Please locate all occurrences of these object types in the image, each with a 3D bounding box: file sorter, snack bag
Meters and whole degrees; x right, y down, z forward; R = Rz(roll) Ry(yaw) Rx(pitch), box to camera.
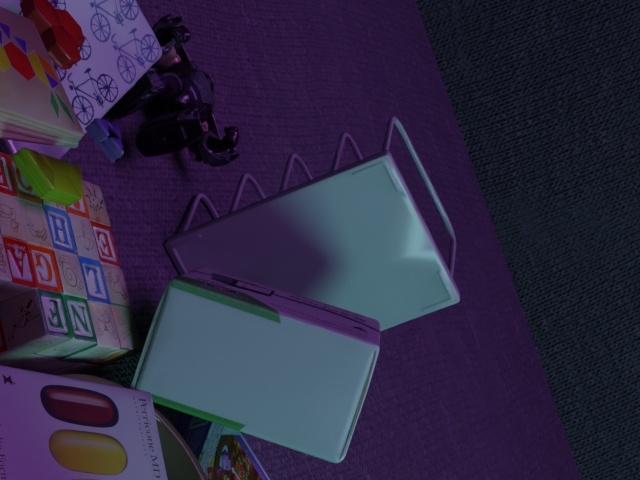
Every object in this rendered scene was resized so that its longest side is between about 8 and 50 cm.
[{"bbox_3d":[0.000,0.000,2.170,0.193,0.278,0.173,62,18,-20],"label":"file sorter"},{"bbox_3d":[-0.304,-0.263,1.870,0.342,0.037,0.323,63,33,-18],"label":"snack bag"}]

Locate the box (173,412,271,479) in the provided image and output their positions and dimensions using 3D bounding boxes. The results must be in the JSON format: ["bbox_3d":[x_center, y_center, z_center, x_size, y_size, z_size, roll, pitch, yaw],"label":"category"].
[{"bbox_3d":[-0.106,0.323,1.854,0.201,0.057,0.293,60,24,-23],"label":"box"}]

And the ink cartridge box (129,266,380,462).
[{"bbox_3d":[-0.056,0.114,1.867,0.289,0.211,0.121,-53,161,-87],"label":"ink cartridge box"}]

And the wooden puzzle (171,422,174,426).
[{"bbox_3d":[-0.138,0.249,1.933,0.116,0.014,0.078,68,18,-4],"label":"wooden puzzle"}]

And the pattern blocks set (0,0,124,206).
[{"bbox_3d":[-0.286,-0.154,1.700,0.325,0.026,0.285,28,34,-57],"label":"pattern blocks set"}]

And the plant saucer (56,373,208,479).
[{"bbox_3d":[-0.191,0.251,1.641,0.278,0.041,0.278,32,43,-35],"label":"plant saucer"}]

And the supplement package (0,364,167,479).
[{"bbox_3d":[-0.244,0.184,1.449,0.244,0.134,0.139,16,54,-53],"label":"supplement package"}]

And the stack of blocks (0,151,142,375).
[{"bbox_3d":[-0.281,0.019,1.659,0.297,0.087,0.171,22,50,-65],"label":"stack of blocks"}]

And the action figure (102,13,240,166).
[{"bbox_3d":[-0.162,-0.162,2.172,0.185,0.099,0.285,57,16,-5],"label":"action figure"}]
